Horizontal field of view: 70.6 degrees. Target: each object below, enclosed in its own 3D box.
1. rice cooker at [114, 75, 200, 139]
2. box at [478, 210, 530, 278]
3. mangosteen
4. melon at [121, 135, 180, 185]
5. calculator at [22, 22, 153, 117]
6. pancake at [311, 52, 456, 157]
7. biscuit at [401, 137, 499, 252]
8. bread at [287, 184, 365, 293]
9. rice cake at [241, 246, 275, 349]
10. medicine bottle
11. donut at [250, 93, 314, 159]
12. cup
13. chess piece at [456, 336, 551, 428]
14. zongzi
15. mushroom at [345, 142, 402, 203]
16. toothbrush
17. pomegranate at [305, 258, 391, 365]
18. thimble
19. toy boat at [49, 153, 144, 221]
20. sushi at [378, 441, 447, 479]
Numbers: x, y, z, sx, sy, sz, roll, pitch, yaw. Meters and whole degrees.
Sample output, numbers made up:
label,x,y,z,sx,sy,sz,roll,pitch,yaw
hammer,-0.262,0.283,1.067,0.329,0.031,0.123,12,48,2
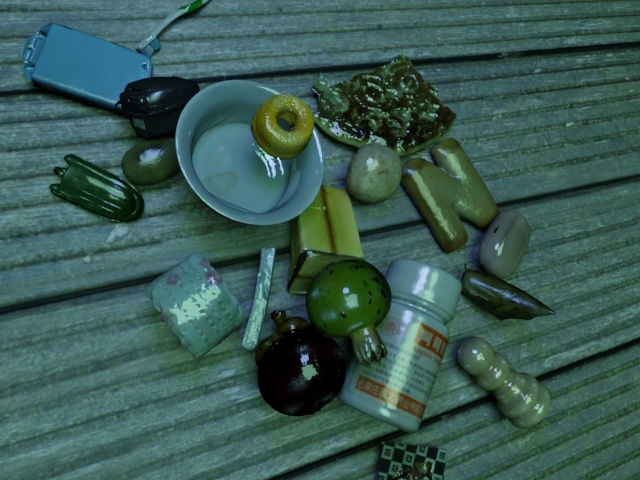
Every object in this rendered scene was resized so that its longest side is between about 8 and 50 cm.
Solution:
label,x,y,z,sx,sy,sz,roll,pitch,yaw
rice cooker,-0.367,-0.315,1.047,0.142,0.119,0.203,19,39,26
box,0.531,0.011,1.304,0.146,0.088,0.200,46,72,-37
mangosteen,-0.055,0.270,1.036,0.211,0.211,0.250,-19,65,-20
melon,-0.384,-0.189,1.059,0.162,0.099,0.099,-30,91,-21
calculator,-0.538,-0.402,1.070,0.292,0.051,0.173,16,75,-15
pancake,0.172,-0.372,1.296,0.426,0.067,0.305,-21,80,-19
biscuit,0.378,-0.136,1.311,0.236,0.062,0.291,-31,92,-21
bread,0.000,-0.004,1.180,0.167,0.163,0.264,7,47,-16
rice cake,-0.142,0.134,1.066,0.043,0.127,0.237,11,80,-4
medicine bottle,0.198,0.250,1.107,0.211,0.211,0.372,28,74,-11
donut,-0.080,-0.261,1.021,0.151,0.058,0.152,8,71,-25
cup,-0.179,-0.183,1.075,0.347,0.163,0.348,7,74,-25
chess piece,0.481,0.370,1.231,0.261,0.143,0.143,42,71,1
zongzi,0.489,0.145,1.222,0.204,0.204,0.094,33,82,-9
mushroom,0.139,-0.180,1.204,0.166,0.166,0.127,-32,48,-20
toothbrush,-0.329,-0.619,1.178,0.418,0.042,0.040,-54,138,-18
pomegranate,0.073,0.156,1.003,0.202,0.202,0.248,-15,66,-19
thimble,-0.267,0.147,1.000,0.149,0.185,0.211,-37,126,-18
toy boat,-0.506,-0.112,1.030,0.210,0.052,0.104,27,90,-12
sushi,0.225,0.591,1.154,0.200,0.031,0.139,15,76,-18
